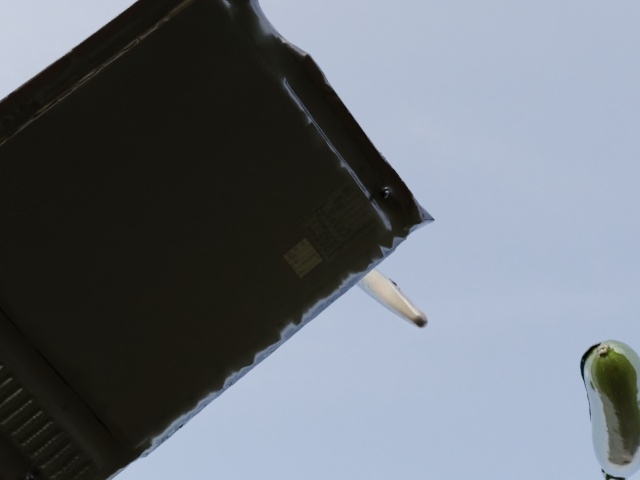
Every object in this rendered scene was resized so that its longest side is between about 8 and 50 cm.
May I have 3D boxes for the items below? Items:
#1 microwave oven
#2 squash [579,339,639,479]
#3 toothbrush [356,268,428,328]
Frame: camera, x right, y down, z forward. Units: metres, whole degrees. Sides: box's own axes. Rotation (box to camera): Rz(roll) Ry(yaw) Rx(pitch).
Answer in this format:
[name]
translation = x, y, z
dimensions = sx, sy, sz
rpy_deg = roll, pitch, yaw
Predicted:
[microwave oven]
translation = -0.101, -0.005, 0.475
dimensions = 0.247, 0.188, 0.178
rpy_deg = -39, -80, -9
[squash]
translation = 0.428, 0.257, 1.246
dimensions = 0.094, 0.094, 0.341
rpy_deg = 0, -46, 23
[toothbrush]
translation = 0.000, 0.000, 0.800
dimensions = 0.037, 0.375, 0.028
rpy_deg = -50, -59, -2
